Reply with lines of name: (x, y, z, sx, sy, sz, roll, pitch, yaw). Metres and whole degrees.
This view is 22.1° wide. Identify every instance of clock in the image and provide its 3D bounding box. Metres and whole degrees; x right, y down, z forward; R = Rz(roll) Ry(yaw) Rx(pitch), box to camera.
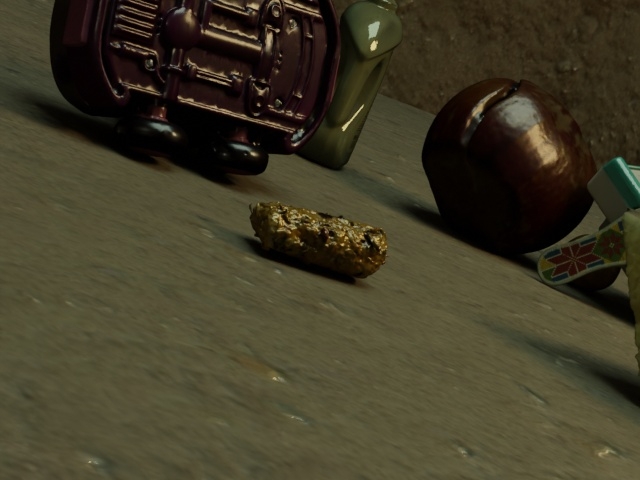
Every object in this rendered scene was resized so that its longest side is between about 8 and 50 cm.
clock: (0.464, 0.032, 2.104, 0.231, 0.116, 0.262, 4, 48, -50)

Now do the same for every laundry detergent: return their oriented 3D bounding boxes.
laundry detergent: (0.044, -0.231, 2.249, 0.091, 0.253, 0.181, 24, 10, -3)

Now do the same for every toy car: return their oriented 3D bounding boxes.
toy car: (-0.158, -0.216, 1.803, 0.341, 0.271, 0.240, 15, -5, -40)

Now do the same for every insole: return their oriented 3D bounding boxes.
insole: (0.357, 0.006, 2.015, 0.006, 0.193, 0.065, 37, 35, -62)

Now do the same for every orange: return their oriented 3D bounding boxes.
orange: (0.350, 0.028, 2.135, 0.083, 0.070, 0.083, 27, 6, -3)

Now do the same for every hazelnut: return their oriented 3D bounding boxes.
hazelnut: (0.246, -0.097, 2.159, 0.234, 0.218, 0.218, 55, 11, -1)

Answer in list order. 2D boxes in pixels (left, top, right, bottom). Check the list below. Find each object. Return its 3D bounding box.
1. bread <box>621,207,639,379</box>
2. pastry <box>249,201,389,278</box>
bread: (0.548, 0.098, 1.553, 0.346, 0.242, 0.405, 22, -23, -41)
pastry: (0.000, 0.000, 1.534, 0.140, 0.056, 0.080, 12, 6, -23)
